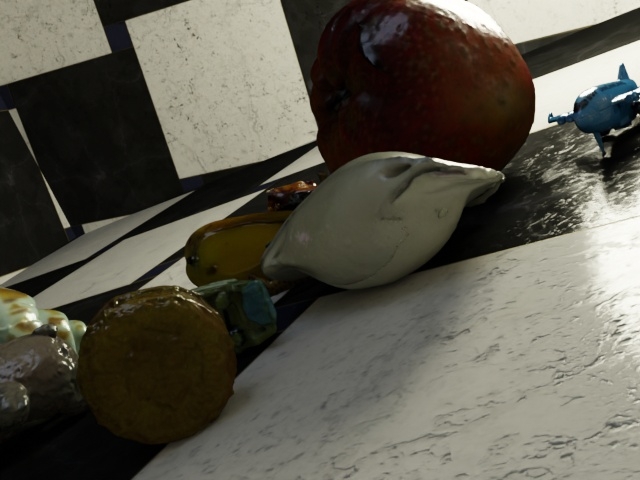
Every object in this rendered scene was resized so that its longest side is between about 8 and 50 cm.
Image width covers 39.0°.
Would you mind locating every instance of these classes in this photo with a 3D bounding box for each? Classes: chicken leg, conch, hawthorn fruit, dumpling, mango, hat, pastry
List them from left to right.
[{"bbox_3d":[-0.587,0.204,1.595,0.368,0.197,0.249,-20,49,5],"label":"conch"},{"bbox_3d":[-0.194,0.144,1.071,0.188,0.189,0.103,-28,10,-14],"label":"pastry"},{"bbox_3d":[-0.111,0.014,1.586,0.262,0.130,0.167,-14,1,7],"label":"mango"},{"bbox_3d":[-0.030,-0.062,1.651,0.121,0.050,0.121,1,-13,0],"label":"hat"},{"bbox_3d":[0.025,-0.098,1.899,0.304,0.093,0.113,-14,-3,25],"label":"chicken leg"},{"bbox_3d":[0.094,-0.023,1.284,0.260,0.181,0.341,-2,-46,-51],"label":"dumpling"},{"bbox_3d":[0.186,-0.248,1.571,0.402,0.403,0.403,-24,12,5],"label":"hawthorn fruit"}]

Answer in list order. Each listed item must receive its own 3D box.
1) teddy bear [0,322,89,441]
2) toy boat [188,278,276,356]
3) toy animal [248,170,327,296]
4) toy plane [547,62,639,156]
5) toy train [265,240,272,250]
[{"bbox_3d":[-0.473,0.234,1.313,0.267,0.151,0.236,-32,11,-33],"label":"teddy bear"},{"bbox_3d":[-0.183,0.127,1.284,0.276,0.111,0.084,-22,7,16],"label":"toy boat"},{"bbox_3d":[0.008,0.005,1.435,0.275,0.149,0.054,-55,18,8],"label":"toy animal"},{"bbox_3d":[0.466,-0.216,1.454,0.254,0.105,0.271,-16,16,41],"label":"toy plane"},{"bbox_3d":[-0.036,0.025,1.495,0.122,0.081,0.050,-30,22,-16],"label":"toy train"}]
